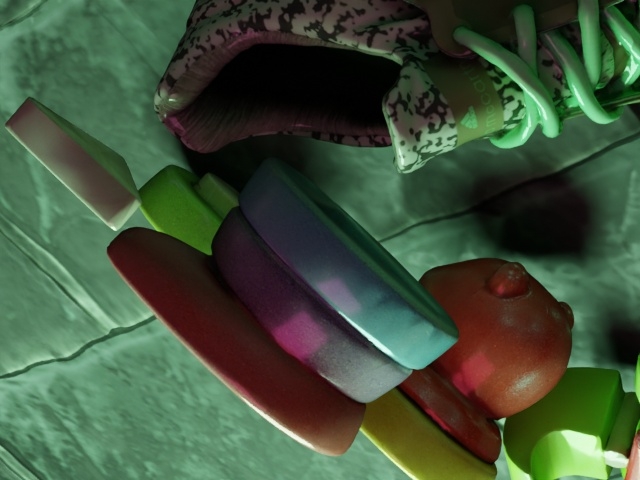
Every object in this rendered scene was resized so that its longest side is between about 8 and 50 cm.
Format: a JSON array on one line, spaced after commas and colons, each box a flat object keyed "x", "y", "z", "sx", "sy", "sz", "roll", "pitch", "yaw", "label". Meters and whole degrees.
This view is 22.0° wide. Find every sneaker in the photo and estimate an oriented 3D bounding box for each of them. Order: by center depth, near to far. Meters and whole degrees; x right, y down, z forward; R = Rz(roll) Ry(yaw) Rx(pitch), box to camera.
[{"x": 0.098, "y": -0.087, "z": 0.759, "sx": 0.410, "sy": 0.182, "sz": 0.158, "roll": -1, "pitch": 134, "yaw": 30, "label": "sneaker"}]

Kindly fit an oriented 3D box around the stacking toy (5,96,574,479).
[{"x": 0.000, "y": 0.000, "z": 0.919, "sx": 0.279, "sy": 0.130, "sz": 0.309, "roll": 45, "pitch": -174, "yaw": 28, "label": "stacking toy"}]

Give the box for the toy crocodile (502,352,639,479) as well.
[{"x": 0.278, "y": 0.142, "z": 0.978, "sx": 0.340, "sy": 0.105, "sz": 0.115, "roll": 15, "pitch": 140, "yaw": 14, "label": "toy crocodile"}]
